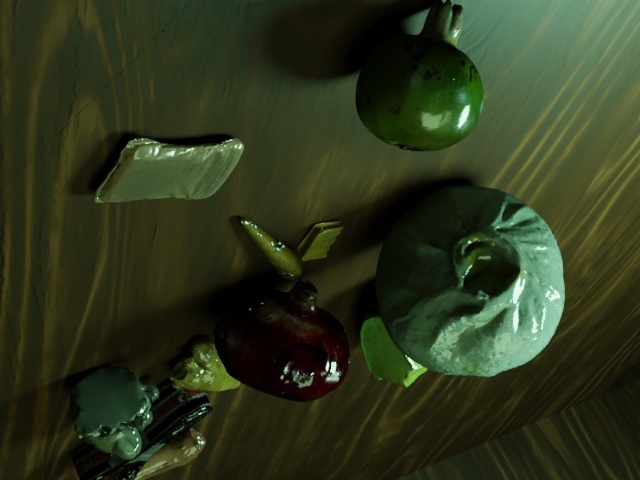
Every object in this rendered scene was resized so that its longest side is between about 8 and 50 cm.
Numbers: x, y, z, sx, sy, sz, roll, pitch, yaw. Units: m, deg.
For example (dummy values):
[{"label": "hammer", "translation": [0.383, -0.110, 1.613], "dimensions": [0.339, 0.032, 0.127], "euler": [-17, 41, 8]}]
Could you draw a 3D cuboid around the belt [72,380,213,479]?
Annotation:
[{"label": "belt", "translation": [-0.364, 0.399, 2.287], "dimensions": [0.359, 0.094, 0.126], "euler": [-41, 152, 25]}]

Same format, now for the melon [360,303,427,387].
[{"label": "melon", "translation": [0.274, 0.166, 2.367], "dimensions": [0.343, 0.226, 0.331], "euler": [-34, 147, -20]}]

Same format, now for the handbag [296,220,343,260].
[{"label": "handbag", "translation": [0.000, 0.000, 1.958], "dimensions": [0.061, 0.027, 0.083], "euler": [-8, 149, -36]}]

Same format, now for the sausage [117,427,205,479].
[{"label": "sausage", "translation": [-0.397, 0.511, 2.502], "dimensions": [0.304, 0.078, 0.078], "euler": [-27, 156, -6]}]

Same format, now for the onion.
[{"label": "onion", "translation": [-0.063, 0.171, 2.003], "dimensions": [0.252, 0.252, 0.219], "euler": [-3, 123, -43]}]

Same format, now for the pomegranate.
[{"label": "pomegranate", "translation": [0.139, -0.225, 1.514], "dimensions": [0.180, 0.180, 0.209], "euler": [5, 103, -51]}]

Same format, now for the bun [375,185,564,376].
[{"label": "bun", "translation": [0.271, 0.064, 1.998], "dimensions": [0.362, 0.362, 0.211], "euler": [-25, 159, -7]}]

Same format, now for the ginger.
[{"label": "ginger", "translation": [-0.220, 0.259, 2.176], "dimensions": [0.115, 0.081, 0.205], "euler": [-59, 147, -7]}]

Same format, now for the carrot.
[{"label": "carrot", "translation": [-0.085, 0.011, 1.880], "dimensions": [0.049, 0.049, 0.254], "euler": [-31, 152, 7]}]

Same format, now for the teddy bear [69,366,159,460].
[{"label": "teddy bear", "translation": [-0.370, 0.325, 2.081], "dimensions": [0.171, 0.144, 0.251], "euler": [-37, 161, -15]}]

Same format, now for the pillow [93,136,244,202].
[{"label": "pillow", "translation": [-0.206, -0.095, 1.548], "dimensions": [0.211, 0.034, 0.135], "euler": [-5, 144, -44]}]
